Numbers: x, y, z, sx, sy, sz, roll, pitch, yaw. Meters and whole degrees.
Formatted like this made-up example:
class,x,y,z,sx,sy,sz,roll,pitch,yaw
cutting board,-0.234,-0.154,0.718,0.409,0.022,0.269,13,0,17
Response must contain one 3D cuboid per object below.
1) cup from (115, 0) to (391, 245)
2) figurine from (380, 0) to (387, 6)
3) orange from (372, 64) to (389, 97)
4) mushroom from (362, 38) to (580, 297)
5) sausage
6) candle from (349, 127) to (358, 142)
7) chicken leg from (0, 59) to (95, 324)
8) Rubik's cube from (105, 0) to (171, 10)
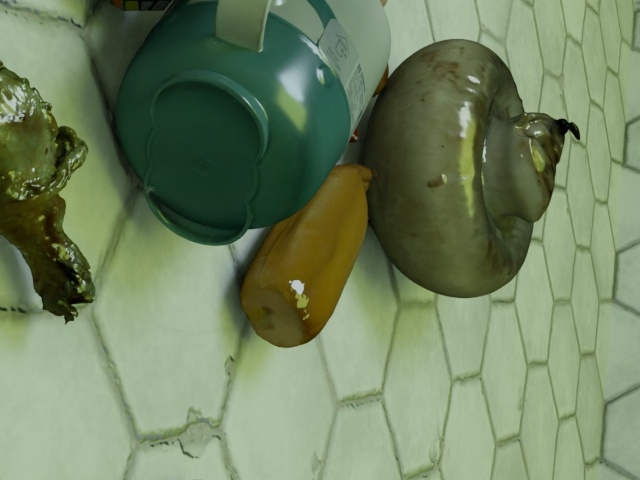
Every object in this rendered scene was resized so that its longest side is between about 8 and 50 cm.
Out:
class,x,y,z,sx,sy,sz,roll,pitch,yaw
cup,-0.060,-0.170,1.061,0.290,0.219,0.258,106,7,-46
figurine,0.034,-0.415,1.425,0.200,0.133,0.276,49,48,-68
orange,0.055,-0.225,1.496,0.085,0.085,0.085,15,73,-62
mushroom,0.220,-0.099,1.565,0.362,0.294,0.362,-3,90,-66
sausage,0.000,-0.005,1.326,0.328,0.112,0.112,-61,139,-48
candle,-0.032,-0.190,1.346,0.329,0.048,0.051,37,38,-57
chicken leg,-0.230,-0.041,0.889,0.103,0.088,0.228,-80,150,-53
Rubik's cube,-0.168,-0.264,1.033,0.111,0.093,0.111,21,66,-62
